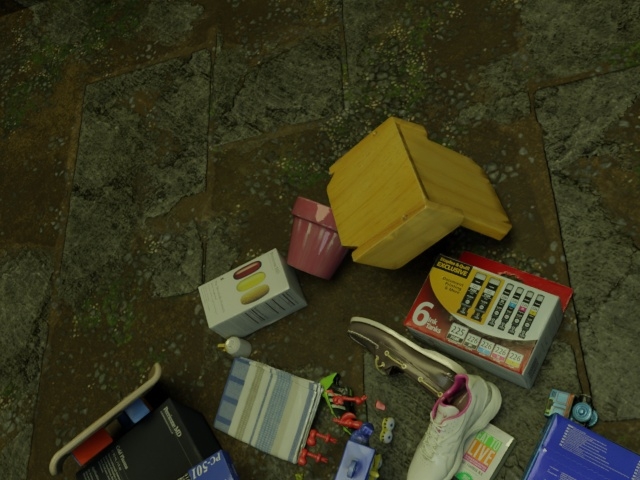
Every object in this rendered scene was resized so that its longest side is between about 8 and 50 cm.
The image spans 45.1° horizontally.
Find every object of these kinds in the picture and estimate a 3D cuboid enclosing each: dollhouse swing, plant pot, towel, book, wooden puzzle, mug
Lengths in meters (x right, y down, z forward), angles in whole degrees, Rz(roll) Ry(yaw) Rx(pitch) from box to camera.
[{"bbox_3d":[0.246,-0.084,1.947,0.315,0.305,0.346,-38,41,23],"label":"dollhouse swing"},{"bbox_3d":[0.000,0.000,2.061,0.201,0.201,0.180,21,91,30],"label":"plant pot"},{"bbox_3d":[-0.137,0.427,1.969,0.285,0.034,0.209,13,82,34],"label":"towel"},{"bbox_3d":[0.365,0.488,1.746,0.096,0.035,0.144,27,79,37],"label":"book"},{"bbox_3d":[-0.529,0.471,1.959,0.080,0.322,0.348,46,68,1],"label":"wooden puzzle"},{"bbox_3d":[-0.234,0.293,2.080,0.078,0.064,0.062,-31,58,7],"label":"mug"}]

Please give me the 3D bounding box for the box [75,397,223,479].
[{"bbox_3d":[-0.379,0.632,1.907,0.312,0.179,0.343,-39,57,2],"label":"box"}]

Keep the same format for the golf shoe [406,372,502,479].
[{"bbox_3d":[0.276,0.428,1.736,0.306,0.140,0.115,-55,39,-6],"label":"golf shoe"}]

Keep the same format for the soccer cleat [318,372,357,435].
[{"bbox_3d":[0.056,0.405,1.903,0.072,0.060,0.179,-35,54,2],"label":"soccer cleat"}]

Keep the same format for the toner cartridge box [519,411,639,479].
[{"bbox_3d":[0.597,0.504,1.551,0.348,0.075,0.165,27,76,14],"label":"toner cartridge box"}]

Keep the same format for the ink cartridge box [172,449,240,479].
[{"bbox_3d":[-0.286,0.577,1.762,0.207,0.046,0.097,-33,59,4],"label":"ink cartridge box"}]

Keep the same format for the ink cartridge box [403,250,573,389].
[{"bbox_3d":[0.402,0.159,1.832,0.309,0.130,0.271,20,74,30],"label":"ink cartridge box"}]

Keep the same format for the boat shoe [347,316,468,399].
[{"bbox_3d":[0.193,0.288,1.870,0.324,0.116,0.096,25,74,25],"label":"boat shoe"}]

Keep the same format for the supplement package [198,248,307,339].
[{"bbox_3d":[-0.182,0.150,2.086,0.244,0.134,0.139,-27,58,9],"label":"supplement package"}]

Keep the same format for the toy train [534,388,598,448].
[{"bbox_3d":[0.535,0.418,1.680,0.105,0.080,0.184,10,73,36],"label":"toy train"}]

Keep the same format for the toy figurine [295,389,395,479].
[{"bbox_3d":[0.040,0.520,1.725,0.191,0.217,0.362,21,81,5],"label":"toy figurine"}]
